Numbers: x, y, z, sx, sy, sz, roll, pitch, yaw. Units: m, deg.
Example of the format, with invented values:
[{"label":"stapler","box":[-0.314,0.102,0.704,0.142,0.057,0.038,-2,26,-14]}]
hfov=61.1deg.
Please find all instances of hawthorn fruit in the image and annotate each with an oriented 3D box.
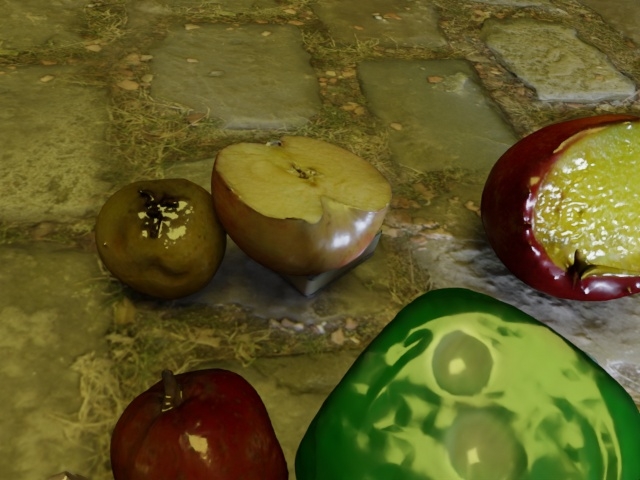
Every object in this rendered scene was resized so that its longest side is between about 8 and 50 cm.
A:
[{"label":"hawthorn fruit","box":[-0.152,0.253,0.649,0.215,0.249,0.215,-14,28,8]}]

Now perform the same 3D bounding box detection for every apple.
[{"label":"apple","box":[-0.044,-0.047,0.900,0.293,0.163,0.251,-9,41,-36]}]

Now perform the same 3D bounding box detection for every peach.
[{"label":"peach","box":[0.499,-0.058,1.017,0.406,0.310,0.335,-13,89,-8]}]

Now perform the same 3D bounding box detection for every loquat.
[{"label":"loquat","box":[-0.259,-0.012,0.898,0.213,0.213,0.213,6,48,-6]}]

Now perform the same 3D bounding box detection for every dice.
[{"label":"dice","box":[0.166,0.257,0.632,0.300,0.287,0.297,37,74,21]}]

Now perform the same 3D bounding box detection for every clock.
[{"label":"clock","box":[0.000,0.000,1.024,0.192,0.071,0.147,-33,62,-33]}]

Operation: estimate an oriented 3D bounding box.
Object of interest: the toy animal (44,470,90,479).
[{"label":"toy animal","box":[-0.331,0.372,0.613,0.124,0.124,0.212,36,61,20]}]

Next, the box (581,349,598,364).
[{"label":"box","box":[0.311,0.216,0.853,0.227,0.130,0.162,31,38,19]}]
